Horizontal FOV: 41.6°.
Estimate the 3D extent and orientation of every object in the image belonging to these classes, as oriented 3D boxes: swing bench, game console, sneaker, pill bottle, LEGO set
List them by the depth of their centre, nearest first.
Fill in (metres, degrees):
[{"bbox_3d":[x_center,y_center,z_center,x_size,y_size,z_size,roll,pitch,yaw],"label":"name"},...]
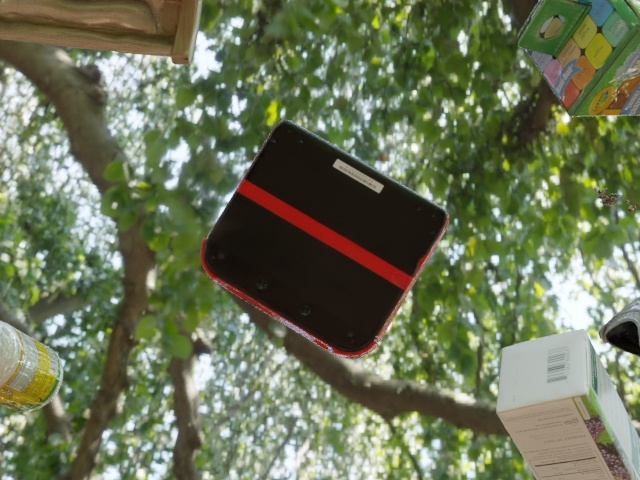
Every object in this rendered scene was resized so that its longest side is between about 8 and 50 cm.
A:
[{"bbox_3d":[-0.249,-0.287,0.754,0.253,0.165,0.255,7,-9,3],"label":"swing bench"},{"bbox_3d":[0.420,0.135,0.943,0.115,0.281,0.105,-25,-78,-6],"label":"sneaker"},{"bbox_3d":[-0.506,0.193,1.329,0.117,0.118,0.208,-4,-24,11],"label":"pill bottle"},{"bbox_3d":[0.535,-0.070,1.539,0.083,0.023,0.054,22,-21,17],"label":"LEGO set"},{"bbox_3d":[0.000,0.000,1.590,0.386,0.342,0.060,31,-9,6],"label":"game console"}]

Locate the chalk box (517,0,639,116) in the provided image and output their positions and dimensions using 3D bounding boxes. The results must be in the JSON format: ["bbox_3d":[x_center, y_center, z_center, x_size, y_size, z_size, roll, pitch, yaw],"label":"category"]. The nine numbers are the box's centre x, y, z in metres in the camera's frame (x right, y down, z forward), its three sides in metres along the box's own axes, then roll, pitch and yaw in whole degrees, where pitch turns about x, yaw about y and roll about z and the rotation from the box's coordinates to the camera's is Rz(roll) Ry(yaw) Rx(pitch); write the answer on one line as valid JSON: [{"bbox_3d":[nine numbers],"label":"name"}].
[{"bbox_3d":[0.427,-0.302,1.228,0.288,0.179,0.180,-7,-33,-27],"label":"chalk box"}]

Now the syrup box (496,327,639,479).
[{"bbox_3d":[0.274,0.214,0.878,0.096,0.093,0.237,-19,-61,28],"label":"syrup box"}]
